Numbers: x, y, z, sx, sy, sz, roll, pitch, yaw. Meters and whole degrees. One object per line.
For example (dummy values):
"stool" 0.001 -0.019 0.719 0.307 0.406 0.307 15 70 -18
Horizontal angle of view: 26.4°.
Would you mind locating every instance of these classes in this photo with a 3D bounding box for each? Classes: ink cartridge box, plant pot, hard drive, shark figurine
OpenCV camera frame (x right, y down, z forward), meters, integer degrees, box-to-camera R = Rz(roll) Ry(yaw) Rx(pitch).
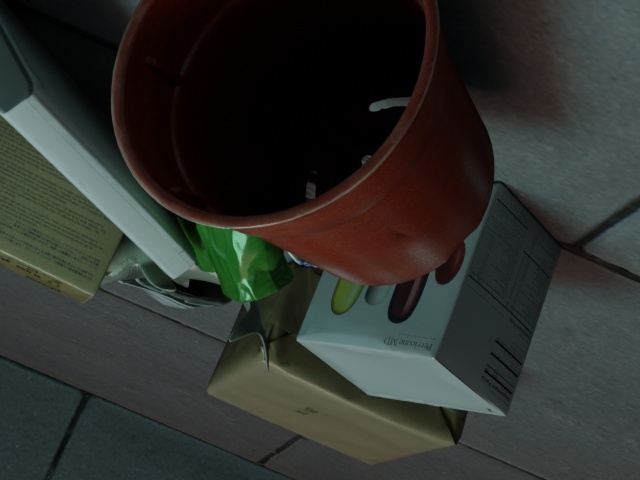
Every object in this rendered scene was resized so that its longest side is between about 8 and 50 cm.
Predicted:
"ink cartridge box" -0.349 -0.059 1.674 0.234 0.193 0.088 27 162 -12
"plant pot" 0.011 -0.095 1.132 0.272 0.272 0.265 12 166 28
"hard drive" -0.266 -0.123 1.453 0.233 0.047 0.353 56 -178 35
"shark figurine" -0.164 0.052 1.773 0.278 0.166 0.116 22 151 13

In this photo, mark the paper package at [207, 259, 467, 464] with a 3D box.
"paper package" 0.029 0.182 1.949 0.309 0.168 0.325 26 159 -11

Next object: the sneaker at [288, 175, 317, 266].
"sneaker" 0.000 0.000 1.626 0.080 0.081 0.211 4 155 38

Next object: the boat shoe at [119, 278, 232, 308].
"boat shoe" -0.234 0.008 1.883 0.119 0.121 0.335 -1 162 33

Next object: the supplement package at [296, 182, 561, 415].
"supplement package" 0.117 0.057 1.467 0.194 0.203 0.149 3 153 42

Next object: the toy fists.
"toy fists" -0.103 -0.034 1.517 0.279 0.096 0.142 -143 31 -70
